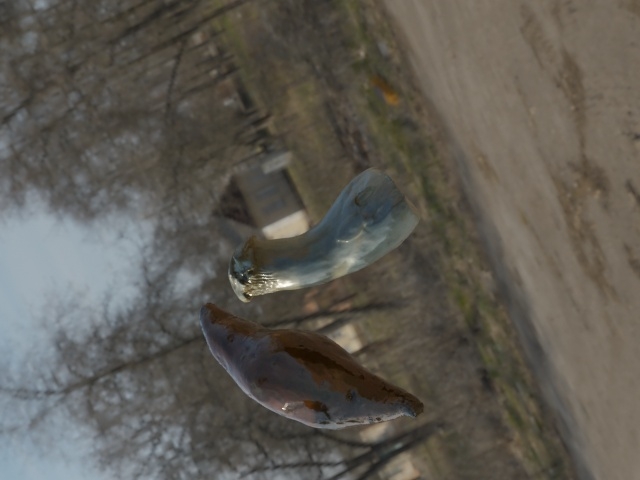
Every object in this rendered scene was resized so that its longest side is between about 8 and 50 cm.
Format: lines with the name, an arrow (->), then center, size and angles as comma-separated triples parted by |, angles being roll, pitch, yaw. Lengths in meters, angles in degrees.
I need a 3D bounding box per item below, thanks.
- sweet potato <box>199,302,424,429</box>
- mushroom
sweet potato -> -0.033, 0.160, 1.283 | 0.359, 0.112, 0.112 | 14, 145, 33
mushroom -> 0.001, 0.004, 1.175 | 0.092, 0.223, 0.081 | 59, -170, -18
